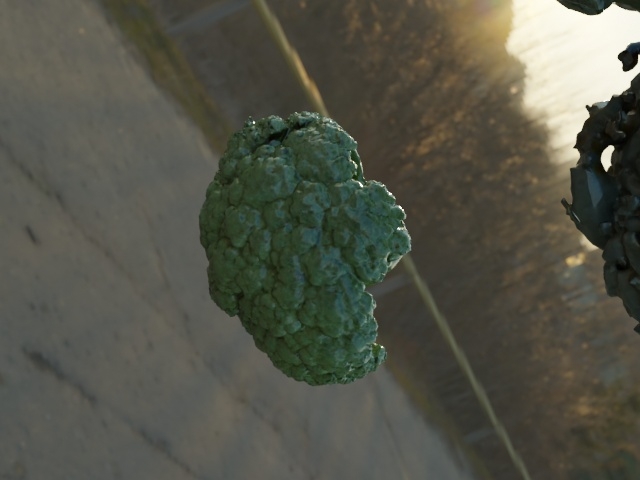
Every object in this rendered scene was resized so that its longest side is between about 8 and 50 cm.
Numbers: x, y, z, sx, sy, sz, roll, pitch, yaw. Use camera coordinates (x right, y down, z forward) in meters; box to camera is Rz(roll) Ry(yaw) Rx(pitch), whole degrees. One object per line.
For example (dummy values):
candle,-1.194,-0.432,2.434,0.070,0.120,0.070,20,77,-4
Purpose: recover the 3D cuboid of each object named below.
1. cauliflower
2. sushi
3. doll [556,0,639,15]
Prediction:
cauliflower,0.000,0.000,1.418,0.272,0.275,0.250,39,29,25
sushi,0.445,-0.054,1.262,0.417,0.417,0.176,68,-25,7
doll,0.243,-0.336,1.105,0.349,0.247,0.247,48,4,10
